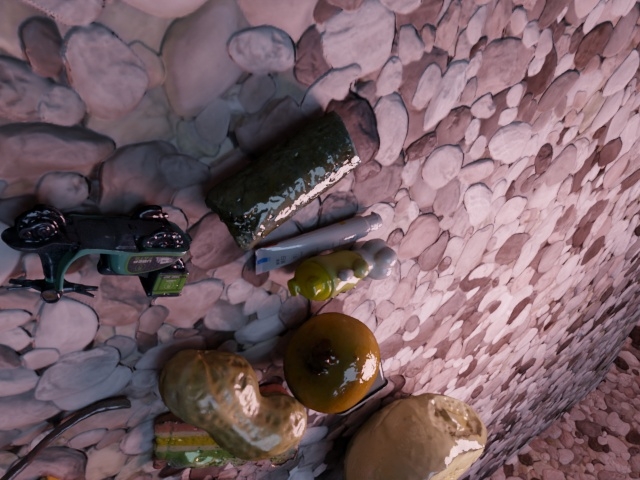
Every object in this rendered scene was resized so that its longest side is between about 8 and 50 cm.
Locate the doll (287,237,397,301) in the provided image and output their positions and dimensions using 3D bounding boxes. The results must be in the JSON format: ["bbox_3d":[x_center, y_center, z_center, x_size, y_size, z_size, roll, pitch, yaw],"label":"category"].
[{"bbox_3d":[0.034,0.040,0.652,0.162,0.106,0.062,-18,98,-38],"label":"doll"}]

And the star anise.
[{"bbox_3d":[-0.332,0.299,0.526,0.227,0.148,0.218,-56,164,11],"label":"star anise"}]

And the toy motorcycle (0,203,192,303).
[{"bbox_3d":[-0.204,0.014,0.456,0.173,0.058,0.100,3,126,-44],"label":"toy motorcycle"}]

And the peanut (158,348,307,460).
[{"bbox_3d":[-0.111,0.220,0.635,0.103,0.098,0.229,-37,117,16],"label":"peanut"}]

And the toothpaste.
[{"bbox_3d":[0.000,0.000,0.639,0.190,0.031,0.048,-19,142,-23],"label":"toothpaste"}]

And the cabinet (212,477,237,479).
[{"bbox_3d":[-0.206,0.524,0.781,0.206,0.145,0.150,-42,153,-5],"label":"cabinet"}]

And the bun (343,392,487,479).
[{"bbox_3d":[0.180,0.466,1.038,0.364,0.202,0.364,-28,143,-23],"label":"bun"}]

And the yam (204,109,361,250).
[{"bbox_3d":[-0.034,-0.067,0.517,0.179,0.078,0.078,-35,138,-11],"label":"yam"}]

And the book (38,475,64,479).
[{"bbox_3d":[-0.375,0.446,0.692,0.208,0.020,0.295,-39,139,-9],"label":"book"}]

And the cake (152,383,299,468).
[{"bbox_3d":[-0.144,0.287,0.742,0.225,0.090,0.109,6,122,-22],"label":"cake"}]

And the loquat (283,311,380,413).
[{"bbox_3d":[0.017,0.181,0.716,0.163,0.137,0.163,-23,150,-15],"label":"loquat"}]

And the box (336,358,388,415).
[{"bbox_3d":[0.053,0.235,0.836,0.122,0.084,0.069,-26,128,-24],"label":"box"}]
